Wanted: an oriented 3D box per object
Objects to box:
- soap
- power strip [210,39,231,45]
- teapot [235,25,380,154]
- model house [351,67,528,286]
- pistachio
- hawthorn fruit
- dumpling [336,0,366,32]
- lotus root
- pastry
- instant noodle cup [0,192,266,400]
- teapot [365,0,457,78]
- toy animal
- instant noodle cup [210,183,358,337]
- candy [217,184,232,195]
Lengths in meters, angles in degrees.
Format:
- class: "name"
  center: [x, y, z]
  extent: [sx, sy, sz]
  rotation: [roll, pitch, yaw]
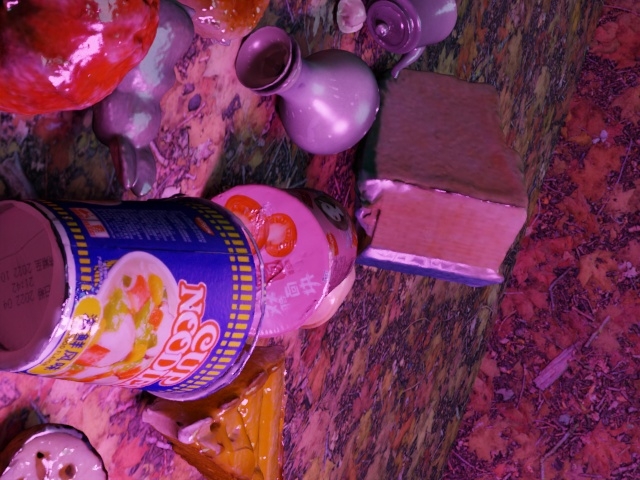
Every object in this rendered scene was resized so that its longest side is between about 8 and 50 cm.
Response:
- class: "soap"
  center: [-0.177, 0.367, 1.740]
  extent: [0.304, 0.169, 0.338]
  rotation: [-37, 136, -54]
- class: "power strip"
  center: [-0.135, -0.356, 1.555]
  extent: [0.051, 0.019, 0.136]
  rotation: [22, 85, -65]
- class: "teapot"
  center: [-0.025, -0.251, 1.703]
  extent: [0.251, 0.184, 0.183]
  rotation: [25, 82, -54]
- class: "model house"
  center: [0.209, -0.102, 2.126]
  extent: [0.342, 0.335, 0.382]
  rotation: [106, -7, -47]
- class: "pistachio"
  center: [-0.023, 0.084, 1.894]
  extent: [0.117, 0.200, 0.145]
  rotation: [19, 43, -38]
- class: "hawthorn fruit"
  center: [-0.266, -0.245, 1.080]
  extent: [0.272, 0.242, 0.241]
  rotation: [-16, 119, -73]
- class: "dumpling"
  center: [0.052, -0.415, 1.917]
  extent: [0.076, 0.057, 0.052]
  rotation: [106, -33, -78]
- class: "lotus root"
  center: [-0.379, 0.326, 1.380]
  extent: [0.183, 0.078, 0.203]
  rotation: [-40, 134, -32]
- class: "pastry"
  center: [-0.139, -0.375, 1.439]
  extent: [0.182, 0.093, 0.192]
  rotation: [-35, 131, -55]
- class: "instant noodle cup"
  center: [-0.265, 0.059, 1.260]
  extent: [0.312, 0.284, 0.284]
  rotation: [10, 96, -58]
- class: "teapot"
  center: [0.151, -0.436, 2.002]
  extent: [0.149, 0.162, 0.239]
  rotation: [-37, 133, -37]
- class: "toy animal"
  center: [-0.238, -0.181, 1.289]
  extent: [0.127, 0.125, 0.251]
  rotation: [14, 80, -26]
- class: "instant noodle cup"
  center: [-0.061, 0.016, 1.707]
  extent: [0.231, 0.243, 0.242]
  rotation: [-24, 126, -68]
- class: "candy"
  center: [-0.168, -0.062, 1.671]
  extent: [0.083, 0.023, 0.025]
  rotation: [-42, 157, -41]
